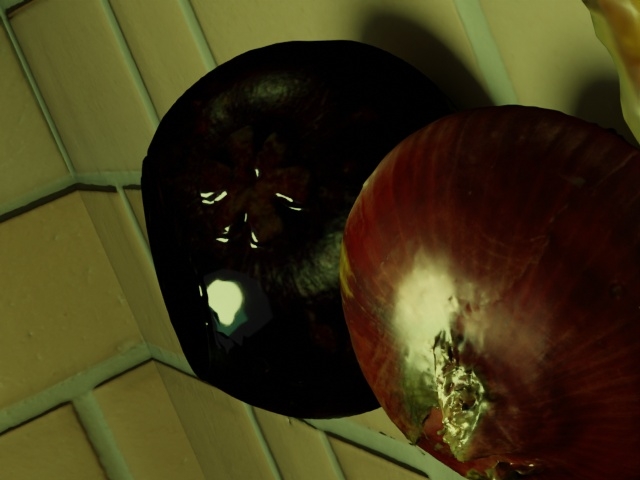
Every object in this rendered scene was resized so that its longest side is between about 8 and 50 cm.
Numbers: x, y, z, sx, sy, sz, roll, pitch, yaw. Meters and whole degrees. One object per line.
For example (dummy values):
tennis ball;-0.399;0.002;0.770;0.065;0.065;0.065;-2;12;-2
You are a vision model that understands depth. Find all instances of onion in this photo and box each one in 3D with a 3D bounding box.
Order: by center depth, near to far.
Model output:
onion;0.122;0.043;0.908;0.248;0.248;0.161;66;-164;-5

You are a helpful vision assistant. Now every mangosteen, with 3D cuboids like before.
mangosteen;-0.004;0.001;1.132;0.287;0.233;0.287;58;161;34

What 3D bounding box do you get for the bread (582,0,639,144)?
bread;0.232;-0.085;0.380;0.398;0.215;0.398;44;160;21
